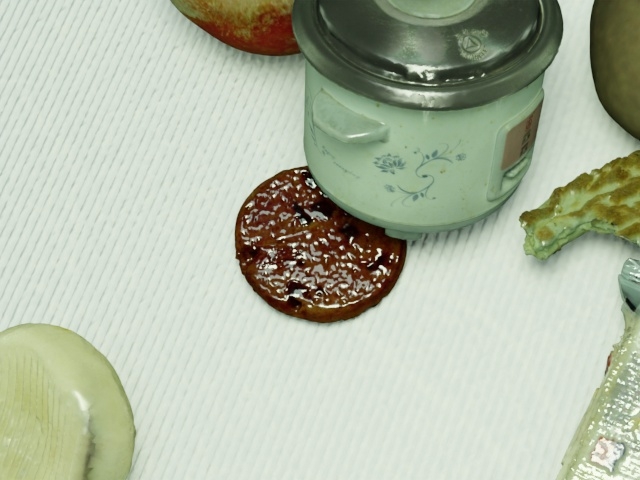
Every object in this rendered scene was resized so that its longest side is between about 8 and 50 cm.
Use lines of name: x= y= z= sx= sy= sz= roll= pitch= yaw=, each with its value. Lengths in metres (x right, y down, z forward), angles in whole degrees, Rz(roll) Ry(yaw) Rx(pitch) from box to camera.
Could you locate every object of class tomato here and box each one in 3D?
tomato: x=-0.049 y=-0.338 z=1.543 sx=0.270 sy=0.222 sz=0.270 roll=0 pitch=89 yaw=14

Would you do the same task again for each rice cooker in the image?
rice cooker: x=0.106 y=-0.171 z=1.402 sx=0.264 sy=0.316 sz=0.316 roll=34 pitch=77 yaw=26

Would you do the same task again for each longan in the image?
longan: x=0.405 y=-0.214 z=1.444 sx=0.246 sy=0.215 sz=0.246 roll=0 pitch=89 yaw=20

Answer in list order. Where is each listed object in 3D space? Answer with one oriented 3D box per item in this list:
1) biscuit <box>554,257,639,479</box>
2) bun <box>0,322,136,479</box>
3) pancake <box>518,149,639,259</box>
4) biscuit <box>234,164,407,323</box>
biscuit: x=0.332 y=0.184 z=1.379 sx=0.186 sy=0.079 sz=0.309 roll=25 pitch=76 yaw=15
bun: x=-0.277 y=0.193 z=1.433 sx=0.222 sy=0.127 sz=0.222 roll=1 pitch=93 yaw=27
pancake: x=0.392 y=-0.008 z=1.432 sx=0.376 sy=0.054 sz=0.197 roll=3 pitch=48 yaw=1
biscuit: x=0.000 y=0.000 z=1.505 sx=0.192 sy=0.049 sz=0.192 roll=0 pitch=72 yaw=0
